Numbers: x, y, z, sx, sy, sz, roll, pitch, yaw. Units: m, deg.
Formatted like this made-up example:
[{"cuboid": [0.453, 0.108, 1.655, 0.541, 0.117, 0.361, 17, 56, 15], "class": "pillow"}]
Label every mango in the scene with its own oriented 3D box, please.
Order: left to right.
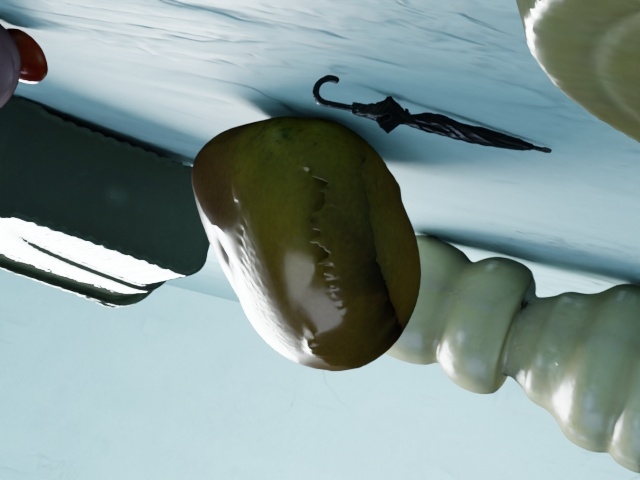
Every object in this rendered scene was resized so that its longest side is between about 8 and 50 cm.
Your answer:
[{"cuboid": [0.000, 0.000, 1.117, 0.136, 0.166, 0.236, -26, 149, -5], "class": "mango"}]

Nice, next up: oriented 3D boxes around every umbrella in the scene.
[{"cuboid": [0.064, -0.066, 0.941, 0.148, 0.022, 0.022, 17, -160, -15], "class": "umbrella"}]

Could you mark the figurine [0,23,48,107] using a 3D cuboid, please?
[{"cuboid": [-0.224, -0.111, 1.021, 0.083, 0.071, 0.067, 1, 124, 22], "class": "figurine"}]

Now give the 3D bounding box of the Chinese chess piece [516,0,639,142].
[{"cuboid": [0.166, -0.064, 0.371, 0.250, 0.097, 0.251, 16, 173, 2], "class": "Chinese chess piece"}]

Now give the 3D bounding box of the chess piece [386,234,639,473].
[{"cuboid": [0.172, 0.086, 1.448, 0.299, 0.167, 0.167, 18, 174, 15], "class": "chess piece"}]

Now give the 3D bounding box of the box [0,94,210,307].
[{"cuboid": [-0.221, -0.032, 1.428, 0.274, 0.138, 0.178, 19, 168, -32], "class": "box"}]
